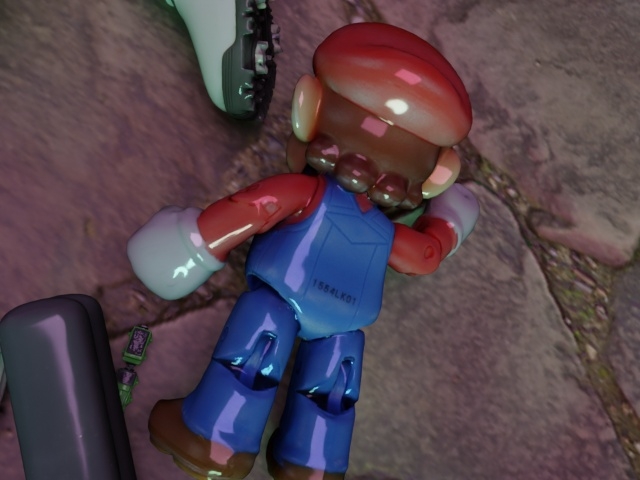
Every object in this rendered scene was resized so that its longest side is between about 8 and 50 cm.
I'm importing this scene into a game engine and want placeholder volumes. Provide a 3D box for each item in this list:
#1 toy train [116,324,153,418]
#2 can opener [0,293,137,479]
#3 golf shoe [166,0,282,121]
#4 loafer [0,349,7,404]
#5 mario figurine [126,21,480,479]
[{"bbox_3d":[-0.131,0.096,0.392,0.017,0.024,0.083,19,74,-12],"label":"toy train"},{"bbox_3d":[-0.149,0.176,0.330,0.095,0.076,0.283,-11,90,-9],"label":"can opener"},{"bbox_3d":[-0.099,-0.209,0.438,0.120,0.105,0.272,-12,80,3],"label":"golf shoe"},{"bbox_3d":[-0.232,0.193,0.298,0.111,0.112,0.319,5,77,-7],"label":"loafer"},{"bbox_3d":[0.000,0.000,0.420,0.170,0.198,0.320,16,80,30],"label":"mario figurine"}]
